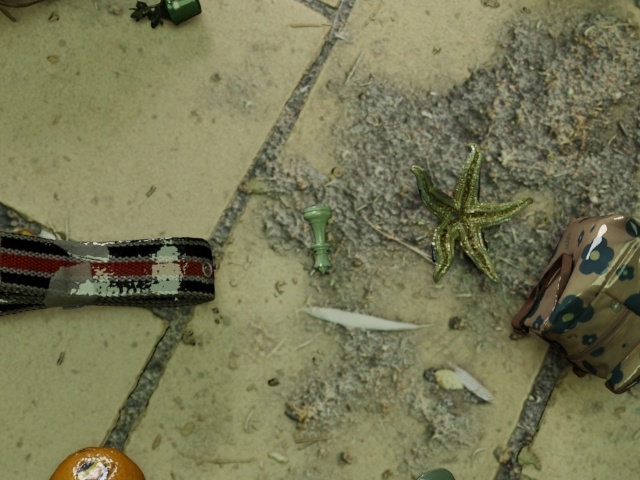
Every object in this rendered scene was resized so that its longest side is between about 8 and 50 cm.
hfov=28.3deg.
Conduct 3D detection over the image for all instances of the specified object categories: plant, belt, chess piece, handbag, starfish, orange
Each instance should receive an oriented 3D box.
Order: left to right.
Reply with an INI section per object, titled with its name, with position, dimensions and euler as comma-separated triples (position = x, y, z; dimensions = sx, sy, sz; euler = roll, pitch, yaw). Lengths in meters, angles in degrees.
[belt]
position = -0.319, 0.044, 1.693
dimensions = 0.359, 0.126, 0.094
euler = 1, 67, -14
[orange]
position = -0.288, 0.337, 1.632
dimensions = 0.135, 0.118, 0.136
euler = 3, 35, -2
[plant]
position = -0.224, -0.331, 1.825
dimensions = 0.102, 0.051, 0.051
euler = -15, 79, 5
[chess piece]
position = 0.000, 0.000, 1.773
dimensions = 0.042, 0.042, 0.093
euler = -5, 82, -6
[starfish]
position = 0.219, -0.038, 1.792
dimensions = 0.175, 0.053, 0.208
euler = -7, 81, -7
[handbag]
position = 0.376, 0.085, 1.684
dimensions = 0.190, 0.251, 0.193
euler = 41, 87, -3

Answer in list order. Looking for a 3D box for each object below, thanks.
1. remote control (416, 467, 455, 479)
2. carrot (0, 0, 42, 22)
[remote control]
position = 0.186, 0.413, 1.693
dimensions = 0.072, 0.042, 0.222
euler = -20, 81, -9
[carrot]
position = -0.417, -0.443, 1.760
dimensions = 0.331, 0.214, 0.193
euler = -25, 46, -14
